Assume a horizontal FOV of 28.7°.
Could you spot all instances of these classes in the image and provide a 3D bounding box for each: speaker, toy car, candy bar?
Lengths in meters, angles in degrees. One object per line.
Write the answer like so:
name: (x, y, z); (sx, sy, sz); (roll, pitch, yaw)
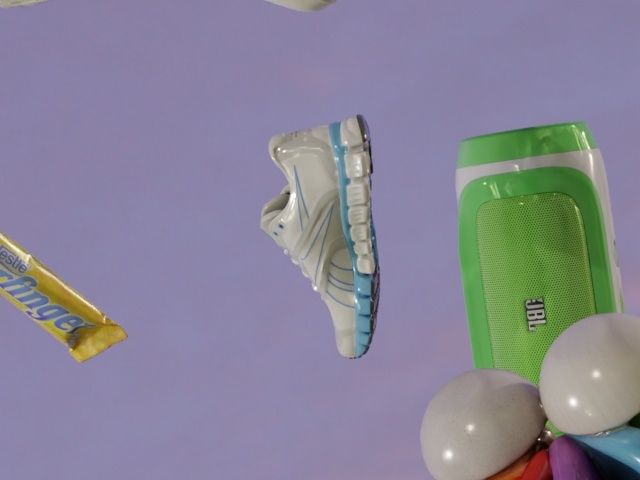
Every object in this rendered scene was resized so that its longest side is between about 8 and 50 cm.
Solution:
speaker: (0.189, 0.055, 1.047); (0.131, 0.131, 0.296); (-9, -89, -32)
toy car: (0.141, 0.140, 0.651); (0.182, 0.136, 0.159); (-28, -72, 26)
candy bar: (-0.180, 0.019, 0.722); (0.040, 0.018, 0.161); (-29, -53, 23)

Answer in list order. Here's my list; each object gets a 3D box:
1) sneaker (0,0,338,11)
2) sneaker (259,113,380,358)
sneaker: (-0.124, -0.181, 0.754); (0.106, 0.290, 0.123); (-54, -13, -68)
sneaker: (0.000, 0.000, 0.892); (0.083, 0.071, 0.190); (-3, -62, 6)
